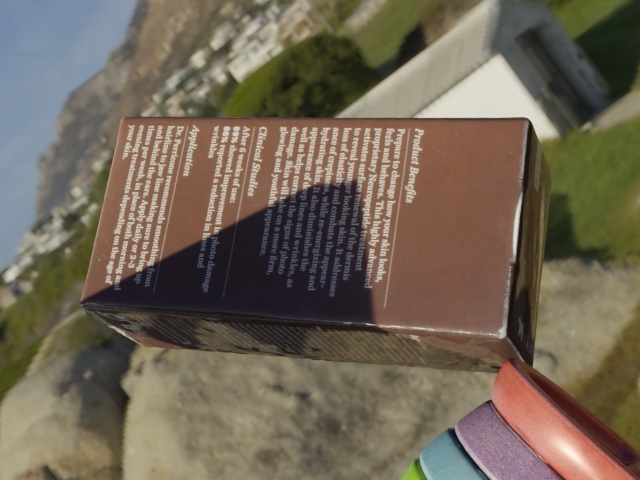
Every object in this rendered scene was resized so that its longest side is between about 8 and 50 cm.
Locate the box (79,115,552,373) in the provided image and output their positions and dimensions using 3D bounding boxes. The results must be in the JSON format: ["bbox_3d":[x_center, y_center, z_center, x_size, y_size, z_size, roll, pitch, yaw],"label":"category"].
[{"bbox_3d":[0.000,0.000,1.118,0.381,0.191,0.143,3,-19,22],"label":"box"}]

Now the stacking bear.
[{"bbox_3d":[0.108,0.245,0.943,0.289,0.164,0.175,-50,3,7],"label":"stacking bear"}]
